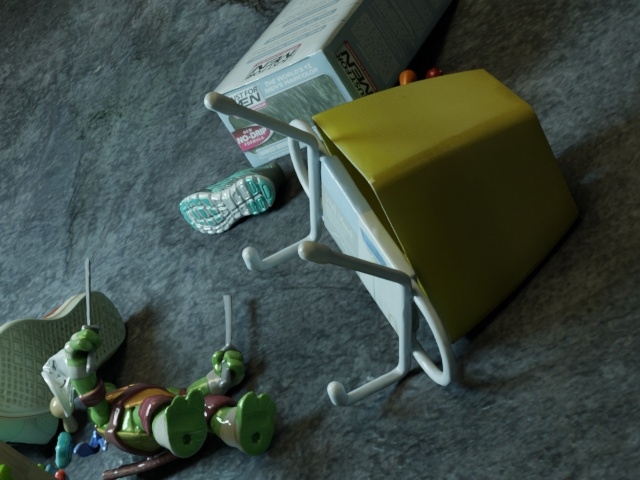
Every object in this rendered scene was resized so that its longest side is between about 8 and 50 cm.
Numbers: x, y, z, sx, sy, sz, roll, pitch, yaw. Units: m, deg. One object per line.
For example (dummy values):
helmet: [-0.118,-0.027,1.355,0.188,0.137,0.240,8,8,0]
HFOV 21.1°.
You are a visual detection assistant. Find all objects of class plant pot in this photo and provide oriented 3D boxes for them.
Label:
plant pot: [0.141,-0.058,1.788,0.187,0.212,0.212,-30,28,-3]

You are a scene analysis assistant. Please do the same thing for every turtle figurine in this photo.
turtle figurine: [-0.171,0.139,1.910,0.266,0.198,0.275,14,65,53]

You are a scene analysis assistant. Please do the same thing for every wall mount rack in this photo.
wall mount rack: [0.000,0.000,1.707,0.130,0.304,0.350,-25,56,-14]

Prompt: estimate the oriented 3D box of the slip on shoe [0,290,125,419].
slip on shoe: [-0.347,0.149,2.110,0.101,0.123,0.331,-30,3,21]

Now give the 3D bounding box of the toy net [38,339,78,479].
toy net: [-0.307,0.227,1.972,0.045,0.232,0.122,4,17,0]

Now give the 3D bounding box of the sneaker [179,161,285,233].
sneaker: [-0.111,-0.059,2.260,0.166,0.065,0.076,-15,23,37]

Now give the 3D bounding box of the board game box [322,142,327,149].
board game box: [0.036,-0.157,2.224,0.126,0.026,0.186,-42,28,1]

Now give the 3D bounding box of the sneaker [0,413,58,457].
sneaker: [-0.426,0.227,2.199,0.256,0.151,0.094,2,86,59]

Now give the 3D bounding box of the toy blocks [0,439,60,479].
toy blocks: [-0.332,0.346,1.789,0.381,0.261,0.191,-26,34,42]

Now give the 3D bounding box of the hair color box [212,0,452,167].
hair color box: [0.026,-0.256,2.200,0.185,0.113,0.374,-20,23,35]

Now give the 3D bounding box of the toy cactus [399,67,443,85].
toy cactus: [0.089,-0.096,2.026,0.180,0.112,0.219,-46,24,36]
